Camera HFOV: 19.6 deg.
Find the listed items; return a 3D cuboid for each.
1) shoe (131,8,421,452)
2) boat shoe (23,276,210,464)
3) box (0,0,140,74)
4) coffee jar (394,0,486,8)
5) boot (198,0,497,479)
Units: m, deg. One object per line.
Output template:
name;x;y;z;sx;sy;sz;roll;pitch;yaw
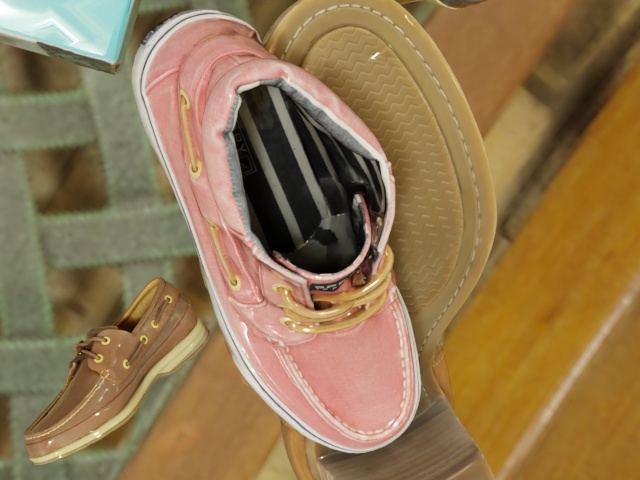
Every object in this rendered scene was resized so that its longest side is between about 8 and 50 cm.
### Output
shoe;-0.003;0.010;0.612;0.063;0.178;0.081;-30;26;-10
boat shoe;-0.151;0.090;1.303;0.064;0.060;0.178;-13;23;44
box;-0.188;-0.128;0.724;0.100;0.244;0.060;-153;78;-84
coffee jar;0.057;-0.195;1.191;0.079;0.096;0.184;-31;20;-26
boot;0.000;0.000;0.825;0.109;0.283;0.220;-24;29;-9
